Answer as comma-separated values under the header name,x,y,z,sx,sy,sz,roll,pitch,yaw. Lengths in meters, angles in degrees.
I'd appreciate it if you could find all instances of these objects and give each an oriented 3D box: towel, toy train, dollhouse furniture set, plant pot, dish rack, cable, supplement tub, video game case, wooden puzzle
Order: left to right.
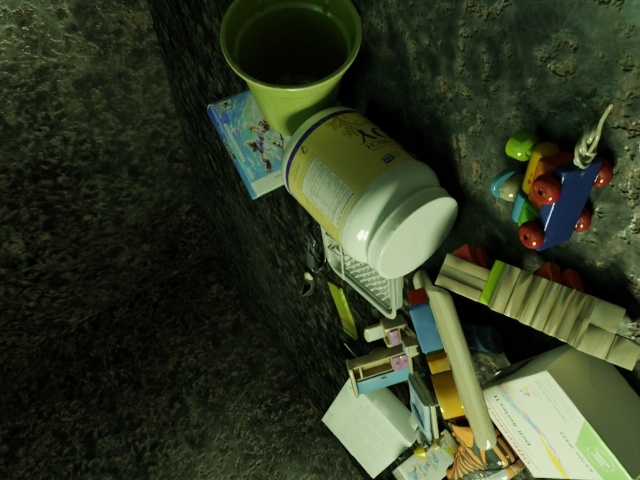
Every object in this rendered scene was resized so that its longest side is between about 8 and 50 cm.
name,x,y,z,sx,sy,sz,roll,pitch,yaw
video game case,-0.135,-0.285,1.305,0.270,0.244,0.061,63,158,-5
plant pot,-0.056,-0.366,1.045,0.276,0.276,0.254,55,169,16
cable,0.000,0.000,1.518,0.047,0.150,0.184,10,129,26
towel,0.083,0.265,1.816,0.102,0.021,0.237,23,137,57
dish rack,0.123,0.039,1.364,0.333,0.072,0.286,41,151,43
supplement tub,0.095,-0.104,1.005,0.331,0.241,0.241,47,155,32
dollhouse furniture set,0.208,0.433,1.363,0.303,0.198,0.286,-114,8,-55
wooden puzzle,0.259,0.238,1.045,0.348,0.080,0.322,-18,-89,-85
towel,0.364,0.223,1.096,0.067,0.029,0.119,64,159,-5
toy train,0.323,-0.116,0.680,0.248,0.105,0.143,84,163,-45

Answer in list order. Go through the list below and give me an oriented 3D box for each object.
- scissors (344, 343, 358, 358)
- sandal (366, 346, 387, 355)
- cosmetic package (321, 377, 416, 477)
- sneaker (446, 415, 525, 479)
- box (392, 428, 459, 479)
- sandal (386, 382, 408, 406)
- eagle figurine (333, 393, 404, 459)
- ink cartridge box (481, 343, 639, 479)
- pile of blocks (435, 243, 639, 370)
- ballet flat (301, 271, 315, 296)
name,x,y,z,sx,sy,sz,roll,pitch,yaw
scissors,0.187,0.486,1.705,0.297,0.021,0.109,48,-168,-14
sandal,0.206,0.393,1.639,0.219,0.090,0.060,138,124,-76
cosmetic package,0.173,0.651,1.705,0.284,0.097,0.377,42,140,18
sneaker,0.415,0.568,1.323,0.180,0.124,0.321,58,149,20
box,0.345,0.710,1.516,0.103,0.203,0.114,51,159,27
sandal,0.247,0.509,1.687,0.180,0.072,0.049,52,173,28
eagle figurine,0.214,0.724,1.930,0.298,0.225,0.226,9,176,29
ink cartridge box,0.443,0.339,0.930,0.207,0.119,0.353,55,159,17
pile of blocks,0.372,0.087,0.836,0.362,0.149,0.113,26,98,43
ballet flat,-0.054,0.186,1.992,0.057,0.049,0.173,49,156,28
